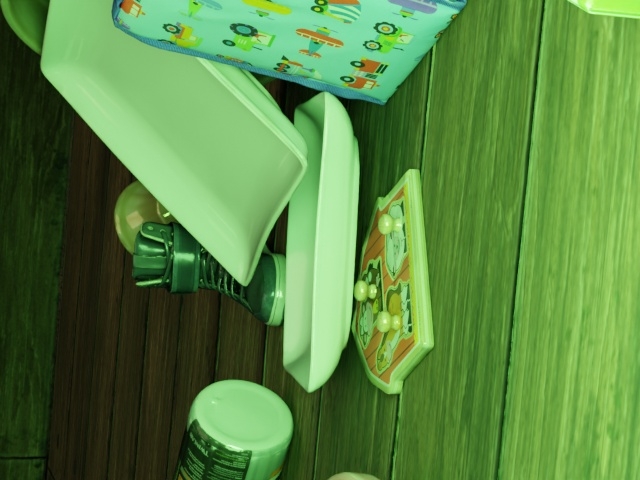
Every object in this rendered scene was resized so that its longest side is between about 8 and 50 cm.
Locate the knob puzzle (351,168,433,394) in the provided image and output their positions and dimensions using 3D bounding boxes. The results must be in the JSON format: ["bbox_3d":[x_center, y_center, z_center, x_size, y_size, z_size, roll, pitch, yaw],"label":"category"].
[{"bbox_3d":[0.053,0.049,1.661,0.213,0.030,0.213,-177,90,-74],"label":"knob puzzle"}]

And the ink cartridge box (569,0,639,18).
[{"bbox_3d":[0.184,-0.260,1.155,0.255,0.097,0.189,-122,39,-67],"label":"ink cartridge box"}]

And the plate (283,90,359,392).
[{"bbox_3d":[0.000,0.000,1.774,0.278,0.045,0.277,-172,84,-83],"label":"plate"}]

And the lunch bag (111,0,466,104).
[{"bbox_3d":[-0.047,-0.230,1.595,0.221,0.293,0.138,131,140,-64],"label":"lunch bag"}]

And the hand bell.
[{"bbox_3d":[-0.167,-0.055,2.383,0.242,0.126,0.126,-27,60,57],"label":"hand bell"}]

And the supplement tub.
[{"bbox_3d":[-0.103,0.257,2.004,0.117,0.117,0.190,-104,24,-47],"label":"supplement tub"}]

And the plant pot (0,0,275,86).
[{"bbox_3d":[-0.168,-0.351,1.994,0.323,0.323,0.280,127,153,-63],"label":"plant pot"}]

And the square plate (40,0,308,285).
[{"bbox_3d":[-0.151,-0.142,1.863,0.344,0.049,0.347,46,156,7],"label":"square plate"}]

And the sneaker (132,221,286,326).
[{"bbox_3d":[-0.128,0.038,2.064,0.226,0.163,0.086,-138,55,-68],"label":"sneaker"}]

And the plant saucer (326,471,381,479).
[{"bbox_3d":[0.048,0.362,1.511,0.332,0.084,0.332,-175,90,-74],"label":"plant saucer"}]
